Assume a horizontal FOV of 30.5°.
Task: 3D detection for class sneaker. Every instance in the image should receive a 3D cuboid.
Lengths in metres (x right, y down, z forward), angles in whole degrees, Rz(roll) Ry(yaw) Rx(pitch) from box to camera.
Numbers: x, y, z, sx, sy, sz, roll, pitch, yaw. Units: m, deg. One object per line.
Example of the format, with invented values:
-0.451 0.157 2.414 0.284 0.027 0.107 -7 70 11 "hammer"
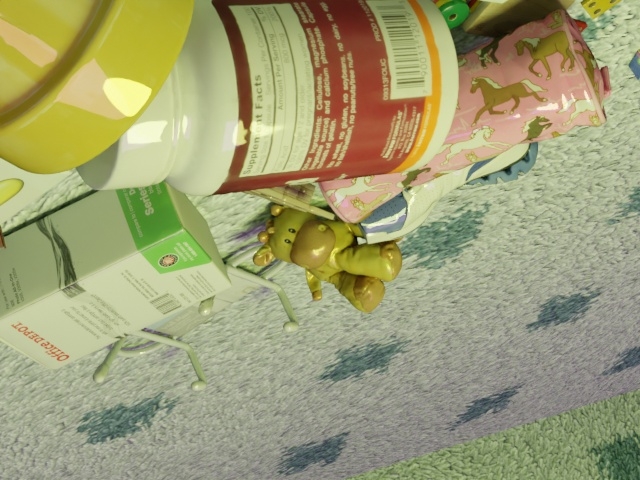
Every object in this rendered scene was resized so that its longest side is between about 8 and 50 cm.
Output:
0.174 -0.136 1.669 0.316 0.127 0.182 -26 151 -12 "sneaker"

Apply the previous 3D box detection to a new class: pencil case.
0.175 -0.156 1.507 0.386 0.160 0.167 -22 -171 20 "pencil case"

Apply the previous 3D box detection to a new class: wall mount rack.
-0.197 0.131 1.824 0.350 0.130 0.304 -34 155 18 "wall mount rack"

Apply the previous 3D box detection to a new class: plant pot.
-0.280 -0.220 1.013 0.254 0.254 0.239 -35 136 22 "plant pot"

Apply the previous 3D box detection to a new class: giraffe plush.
0.000 0.000 1.758 0.210 0.181 0.170 -1 163 44 "giraffe plush"

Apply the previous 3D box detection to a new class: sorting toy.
0.263 -0.313 1.477 0.275 0.046 0.132 1 145 -39 "sorting toy"

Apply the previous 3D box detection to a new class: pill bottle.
-0.067 -0.166 1.278 0.392 0.224 0.224 -8 150 -29 "pill bottle"

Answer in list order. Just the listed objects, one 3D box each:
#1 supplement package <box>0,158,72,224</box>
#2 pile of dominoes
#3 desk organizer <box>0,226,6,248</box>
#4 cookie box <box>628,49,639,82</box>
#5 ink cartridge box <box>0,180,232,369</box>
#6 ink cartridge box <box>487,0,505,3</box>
-0.406 -0.100 1.205 0.203 0.149 0.194 -33 152 19 "supplement package"
-0.109 -0.089 1.495 0.251 0.196 0.040 21 88 -54 "pile of dominoes"
-0.421 -0.036 1.432 0.050 0.047 0.130 -14 152 -14 "desk organizer"
0.535 -0.251 1.768 0.107 0.091 0.040 -13 149 -21 "cookie box"
-0.295 0.042 1.592 0.289 0.121 0.211 -25 154 2 "ink cartridge box"
0.194 -0.344 1.222 0.128 0.127 0.176 -1 166 -38 "ink cartridge box"
